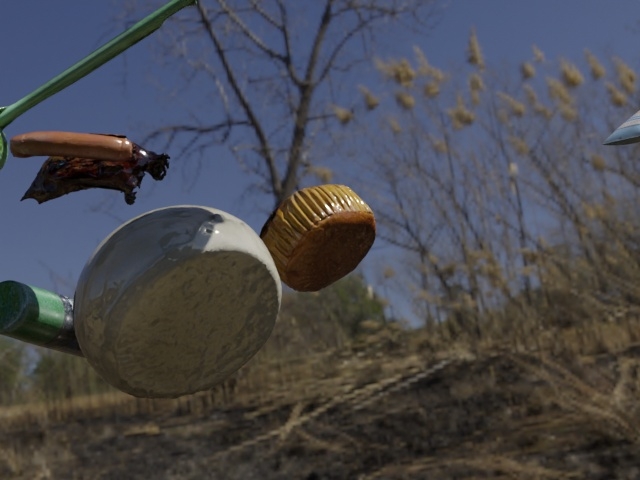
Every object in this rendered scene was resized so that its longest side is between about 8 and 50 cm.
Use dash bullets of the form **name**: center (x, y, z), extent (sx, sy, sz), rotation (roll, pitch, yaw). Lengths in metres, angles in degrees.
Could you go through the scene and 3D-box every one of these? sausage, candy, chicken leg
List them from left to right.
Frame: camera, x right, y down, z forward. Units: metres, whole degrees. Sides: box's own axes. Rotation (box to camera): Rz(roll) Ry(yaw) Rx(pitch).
- **candy**: center (-0.354, -0.208, 1.299), extent (0.440, 0.119, 0.119), rotation (-34, -12, -1)
- **sausage**: center (-0.366, -0.138, 1.434), extent (0.177, 0.040, 0.047), rotation (1, -14, -9)
- **chicken leg**: center (-0.345, -0.105, 1.496), extent (0.234, 0.105, 0.063), rotation (0, -32, 10)

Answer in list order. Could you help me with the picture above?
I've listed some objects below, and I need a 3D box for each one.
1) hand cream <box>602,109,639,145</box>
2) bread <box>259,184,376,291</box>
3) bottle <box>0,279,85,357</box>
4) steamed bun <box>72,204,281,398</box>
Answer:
- **hand cream**: center (0.450, -0.162, 1.332), extent (0.065, 0.043, 0.171), rotation (-13, 14, 45)
- **bread**: center (0.000, -0.001, 1.621), extent (0.199, 0.104, 0.199), rotation (-30, -34, -24)
- **bottle**: center (-0.430, 0.143, 1.649), extent (0.093, 0.093, 0.330), rotation (-13, -20, 18)
- **steamed bun**: center (-0.203, 0.071, 1.324), extent (0.283, 0.282, 0.177), rotation (-1, 30, -36)
